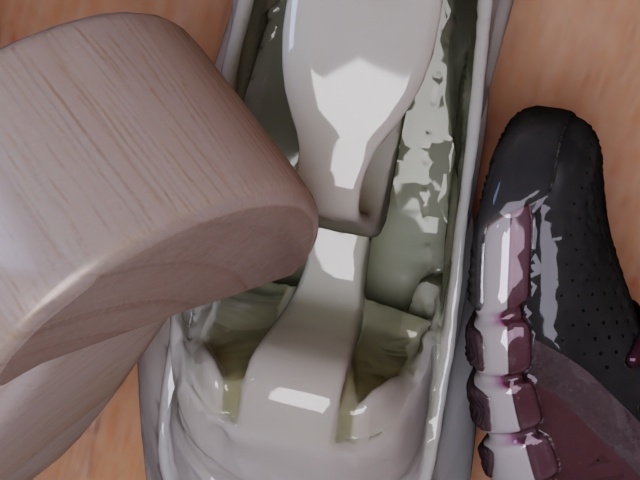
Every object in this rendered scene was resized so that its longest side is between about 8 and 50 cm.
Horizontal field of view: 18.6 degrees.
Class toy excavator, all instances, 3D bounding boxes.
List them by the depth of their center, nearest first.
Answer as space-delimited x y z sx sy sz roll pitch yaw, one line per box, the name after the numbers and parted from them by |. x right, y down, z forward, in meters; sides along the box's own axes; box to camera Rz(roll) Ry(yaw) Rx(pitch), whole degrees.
-0.219 0.136 0.701 0.445 0.433 0.222 -32 70 -18 | toy excavator

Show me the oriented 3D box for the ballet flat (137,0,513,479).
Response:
0.000 0.000 0.709 0.139 0.139 0.400 10 105 6 | ballet flat

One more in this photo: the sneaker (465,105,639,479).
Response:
0.145 0.084 0.716 0.162 0.106 0.281 0 112 17 | sneaker
